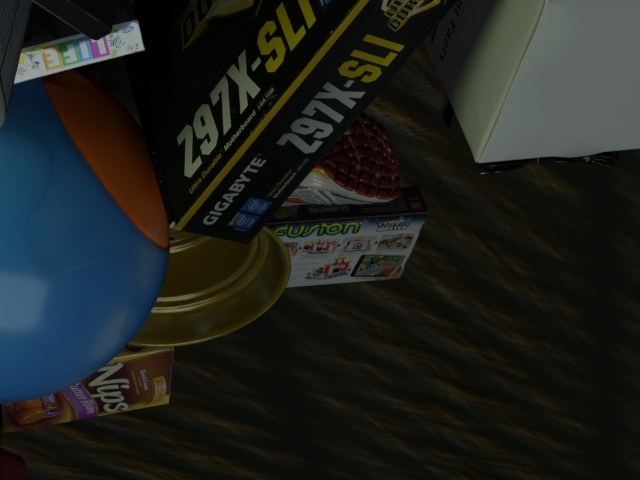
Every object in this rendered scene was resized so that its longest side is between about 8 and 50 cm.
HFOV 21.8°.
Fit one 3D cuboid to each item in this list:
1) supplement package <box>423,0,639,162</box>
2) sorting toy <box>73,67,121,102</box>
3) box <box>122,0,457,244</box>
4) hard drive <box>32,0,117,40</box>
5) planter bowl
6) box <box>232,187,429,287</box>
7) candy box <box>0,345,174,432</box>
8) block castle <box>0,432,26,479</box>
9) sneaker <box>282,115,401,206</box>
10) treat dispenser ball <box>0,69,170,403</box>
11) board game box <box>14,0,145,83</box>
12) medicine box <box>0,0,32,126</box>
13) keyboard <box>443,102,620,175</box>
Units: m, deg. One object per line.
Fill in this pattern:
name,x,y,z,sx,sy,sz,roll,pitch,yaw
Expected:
supplement package,0.173,-0.228,1.286,0.177,0.293,0.175,-6,143,-20
sorting toy,-0.207,-0.117,1.470,0.061,0.042,0.102,23,149,2
box,-0.032,-0.194,1.264,0.079,0.257,0.322,12,135,-37
hard drive,-0.170,-0.214,1.117,0.022,0.135,0.094,-23,138,39
planter bowl,-0.142,0.007,1.613,0.217,0.090,0.217,-8,143,-6
box,0.000,0.000,1.726,0.207,0.036,0.114,-4,141,-22
candy box,-0.254,0.142,1.779,0.186,0.053,0.109,-10,143,-16
block castle,-0.481,0.172,1.582,0.303,0.213,0.453,-10,139,6
sneaker,-0.019,-0.075,1.596,0.225,0.088,0.092,8,157,-34
treat dispenser ball,-0.265,-0.011,1.349,0.288,0.288,0.288,-13,144,-10
board game box,-0.199,-0.173,1.302,0.103,0.154,0.026,-15,118,-6
medicine box,-0.344,-0.224,1.102,0.263,0.149,0.289,3,142,0
keyboard,0.273,-0.134,1.688,0.317,0.033,0.201,-4,142,-21
